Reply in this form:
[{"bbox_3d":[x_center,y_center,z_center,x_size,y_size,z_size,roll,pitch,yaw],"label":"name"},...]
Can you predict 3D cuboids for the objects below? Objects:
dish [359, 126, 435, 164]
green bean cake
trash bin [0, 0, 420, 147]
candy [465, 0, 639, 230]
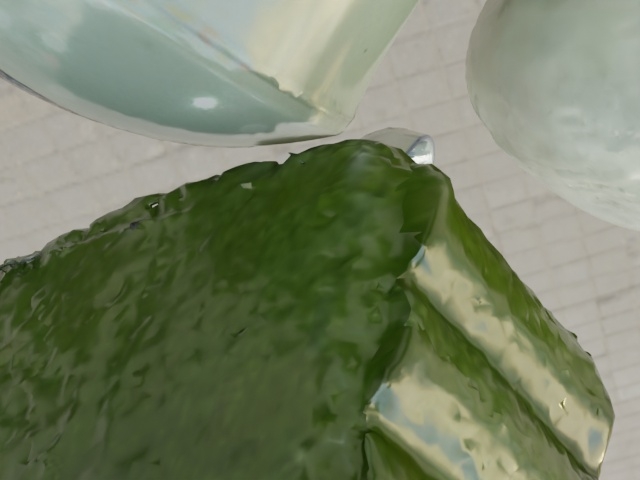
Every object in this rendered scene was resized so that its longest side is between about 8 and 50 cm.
[{"bbox_3d":[0.000,0.000,1.101,0.134,0.273,0.273,23,143,15],"label":"dish"},{"bbox_3d":[-0.045,0.152,0.454,0.335,0.319,0.218,-11,139,35],"label":"green bean cake"},{"bbox_3d":[-0.016,-0.248,0.452,0.280,0.280,0.432,29,102,-37],"label":"trash bin"},{"bbox_3d":[0.225,-0.095,0.600,0.296,0.295,0.185,-1,98,-9],"label":"candy"}]
